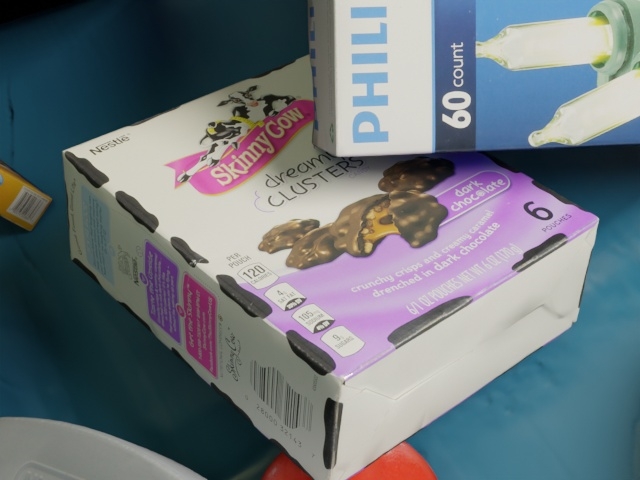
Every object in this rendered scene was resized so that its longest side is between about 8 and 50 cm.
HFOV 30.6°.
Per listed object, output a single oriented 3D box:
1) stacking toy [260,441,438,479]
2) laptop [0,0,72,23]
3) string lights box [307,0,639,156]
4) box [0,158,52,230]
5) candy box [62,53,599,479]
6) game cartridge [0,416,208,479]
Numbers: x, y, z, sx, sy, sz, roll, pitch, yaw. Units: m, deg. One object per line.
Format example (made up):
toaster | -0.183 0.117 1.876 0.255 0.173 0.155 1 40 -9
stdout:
stacking toy | 0.036 0.225 0.456 0.141 0.141 0.330 -22 53 7
laptop | -0.238 -0.194 0.714 0.234 0.264 0.137 -20 95 -6
string lights box | 0.126 -0.110 0.529 0.259 0.077 0.133 -4 100 -9
box | -0.232 -0.060 0.705 0.136 0.081 0.028 36 89 29
candy box | 0.000 0.000 0.556 0.165 0.070 0.196 -28 48 -34
game cartridge | -0.126 0.180 0.512 0.294 0.060 0.196 5 70 46
